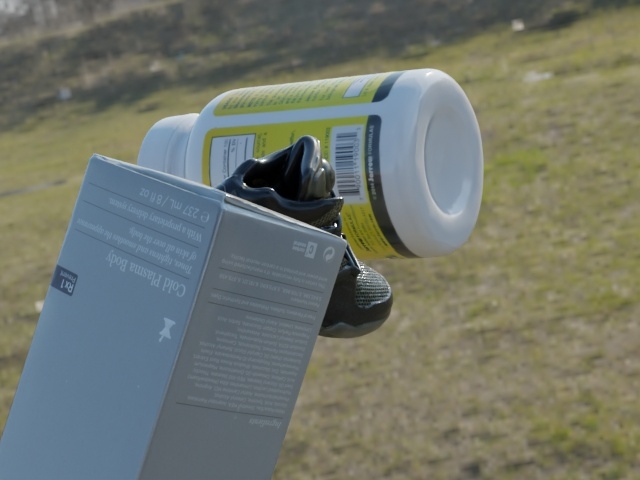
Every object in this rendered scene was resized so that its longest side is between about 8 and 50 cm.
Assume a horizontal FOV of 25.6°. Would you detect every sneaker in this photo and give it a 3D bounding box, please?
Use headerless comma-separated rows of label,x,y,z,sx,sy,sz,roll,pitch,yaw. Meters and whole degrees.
sneaker,0.000,0.000,1.129,0.227,0.087,0.130,26,-63,-38

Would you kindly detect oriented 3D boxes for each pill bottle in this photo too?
pill bottle,-0.016,-0.071,1.455,0.334,0.188,0.188,-2,12,31

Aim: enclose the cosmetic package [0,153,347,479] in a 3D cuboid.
cosmetic package,-0.090,0.087,0.755,0.127,0.238,0.107,17,-2,44
